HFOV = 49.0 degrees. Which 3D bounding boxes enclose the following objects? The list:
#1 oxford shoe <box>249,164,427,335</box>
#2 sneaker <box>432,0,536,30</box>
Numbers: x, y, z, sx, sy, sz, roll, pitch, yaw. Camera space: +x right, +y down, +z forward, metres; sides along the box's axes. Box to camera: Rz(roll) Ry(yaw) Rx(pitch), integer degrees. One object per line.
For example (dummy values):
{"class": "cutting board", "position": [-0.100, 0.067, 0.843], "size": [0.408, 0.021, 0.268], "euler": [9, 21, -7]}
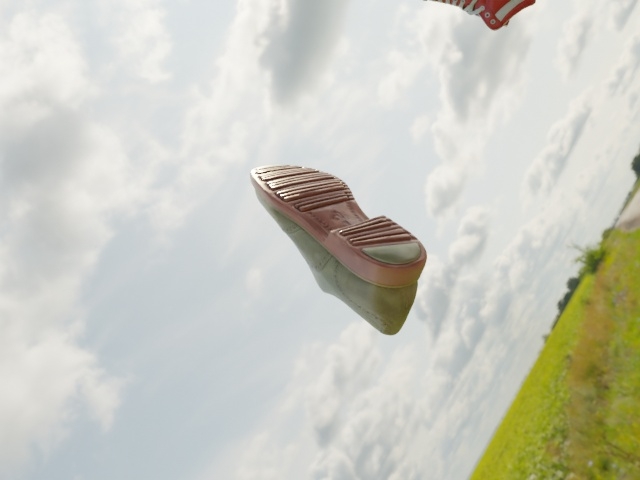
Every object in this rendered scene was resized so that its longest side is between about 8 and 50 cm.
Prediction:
{"class": "oxford shoe", "position": [0.000, 0.000, 1.076], "size": [0.141, 0.397, 0.146], "euler": [-12, -56, -27]}
{"class": "sneaker", "position": [0.104, -0.186, 0.535], "size": [0.042, 0.119, 0.067], "euler": [-57, -47, -57]}
